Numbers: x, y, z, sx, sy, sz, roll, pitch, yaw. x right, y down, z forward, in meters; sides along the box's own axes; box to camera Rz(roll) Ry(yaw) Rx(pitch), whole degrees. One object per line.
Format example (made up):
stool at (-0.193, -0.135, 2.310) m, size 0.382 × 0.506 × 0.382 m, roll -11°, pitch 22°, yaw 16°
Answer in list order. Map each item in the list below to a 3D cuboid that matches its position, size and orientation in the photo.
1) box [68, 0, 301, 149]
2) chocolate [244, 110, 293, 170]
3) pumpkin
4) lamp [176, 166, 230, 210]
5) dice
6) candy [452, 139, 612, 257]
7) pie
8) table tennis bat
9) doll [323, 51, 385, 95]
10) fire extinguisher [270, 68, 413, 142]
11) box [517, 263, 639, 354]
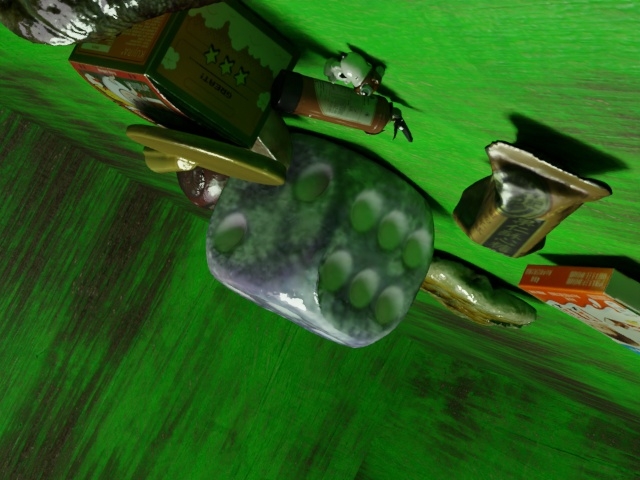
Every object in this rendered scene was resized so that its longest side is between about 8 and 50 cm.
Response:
box at (-0.166, -0.217, 1.336) m, size 0.177 × 0.148 × 0.194 m, roll 34°, pitch 169°, yaw -40°
chocolate at (-0.138, -0.188, 1.717) m, size 0.254 × 0.080 × 0.157 m, roll 14°, pitch 151°, yaw 54°
pumpkin at (-0.241, -0.273, 1.143) m, size 0.278 × 0.163 × 0.111 m, roll 28°, pitch 168°, yaw 5°
lamp at (-0.196, -0.138, 2.093) m, size 0.134 × 0.156 × 0.157 m, roll -14°, pitch -121°, yaw -36°
dice at (0.000, 0.000, 1.790) m, size 0.271 × 0.270 × 0.270 m, roll 19°, pitch 170°, yaw 44°
candy at (0.235, -0.052, 1.296) m, size 0.143 × 0.101 × 0.271 m, roll 21°, pitch 167°, yaw 0°
pie at (0.296, 0.106, 2.276) m, size 0.337 × 0.075 × 0.337 m, roll 27°, pitch 173°, yaw 3°
table tennis bat at (-0.161, -0.106, 1.394) m, size 0.198 × 0.050 × 0.321 m, roll 16°, pitch 178°, yaw -24°
doll at (0.036, -0.188, 1.260) m, size 0.058 × 0.040 × 0.085 m, roll 41°, pitch 165°, yaw -11°
fire extinguisher at (0.029, -0.156, 1.315) m, size 0.177 × 0.062 × 0.050 m, roll 12°, pitch 142°, yaw -22°
box at (0.469, 0.116, 1.680) m, size 0.264 × 0.048 × 0.273 m, roll 28°, pitch 172°, yaw -13°
